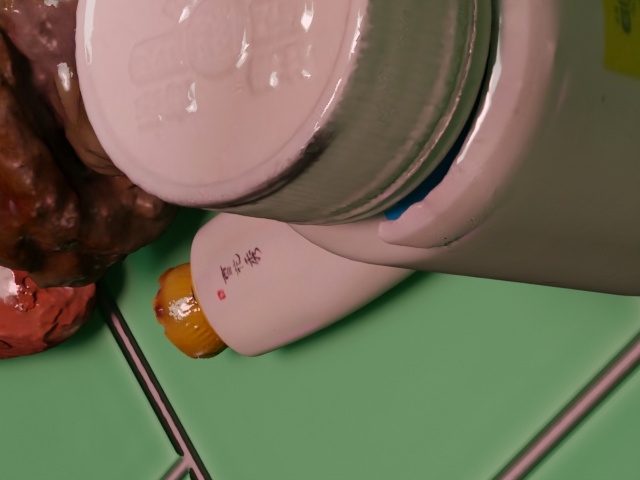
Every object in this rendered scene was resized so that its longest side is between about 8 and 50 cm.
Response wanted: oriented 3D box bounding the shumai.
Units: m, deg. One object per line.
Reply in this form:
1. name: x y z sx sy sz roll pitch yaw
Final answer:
1. shumai: -0.083 -0.102 0.873 0.185 0.184 0.218 -10 63 6

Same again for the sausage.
1. sausage: -0.170 0.025 0.973 0.141 0.076 0.076 -6 82 42

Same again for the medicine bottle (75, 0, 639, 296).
1. medicine bottle: 0.050 -0.057 0.651 0.143 0.258 0.143 -5 83 42

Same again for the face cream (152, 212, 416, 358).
1. face cream: 0.000 0.000 0.832 0.182 0.051 0.072 -29 71 38
